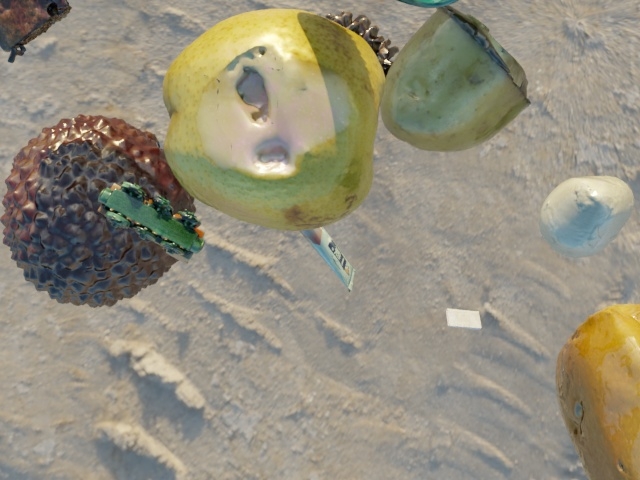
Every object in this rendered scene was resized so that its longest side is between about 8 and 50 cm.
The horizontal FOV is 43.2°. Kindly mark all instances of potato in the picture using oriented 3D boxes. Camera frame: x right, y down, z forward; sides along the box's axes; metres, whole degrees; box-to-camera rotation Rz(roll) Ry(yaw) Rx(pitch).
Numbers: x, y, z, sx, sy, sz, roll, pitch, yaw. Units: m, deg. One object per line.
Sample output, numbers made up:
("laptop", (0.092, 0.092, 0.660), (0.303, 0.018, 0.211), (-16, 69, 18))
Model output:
("potato", (0.212, -0.247, 1.350), (0.243, 0.285, 0.242), (1, 92, 17))

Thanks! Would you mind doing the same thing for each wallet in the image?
("wallet", (0.320, 0.174, 1.797), (0.083, 0.044, 0.011), (8, 154, -20))

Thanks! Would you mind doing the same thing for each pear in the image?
("pear", (-0.037, -0.092, 0.621), (0.178, 0.178, 0.178), (5, 106, 16))

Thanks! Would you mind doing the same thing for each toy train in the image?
("toy train", (-0.154, -0.017, 0.740), (0.103, 0.064, 0.044), (29, 79, -9))

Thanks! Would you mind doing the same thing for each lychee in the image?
("lychee", (-0.299, -0.048, 1.099), (0.264, 0.300, 0.264), (12, 141, 10))

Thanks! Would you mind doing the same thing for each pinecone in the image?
("pinecone", (0.071, -0.411, 1.916), (0.243, 0.243, 0.257), (-38, 101, 23))

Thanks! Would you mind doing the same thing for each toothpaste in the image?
("toothpaste", (0.000, 0.000, 1.380), (0.036, 0.056, 0.205), (-23, 119, 30))

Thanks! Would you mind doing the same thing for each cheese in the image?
("cheese", (0.548, -0.053, 1.693), (0.154, 0.198, 0.189), (41, 119, 30))

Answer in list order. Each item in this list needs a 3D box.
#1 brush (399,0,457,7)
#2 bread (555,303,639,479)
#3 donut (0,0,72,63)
("brush", (0.036, -0.163, 0.499), (0.043, 0.193, 0.032), (-34, 129, -7))
("bread", (0.292, 0.212, 0.591), (0.149, 0.195, 0.344), (-19, 66, 6))
("donut", (-0.276, -0.311, 0.863), (0.217, 0.085, 0.141), (-30, 109, 7))
